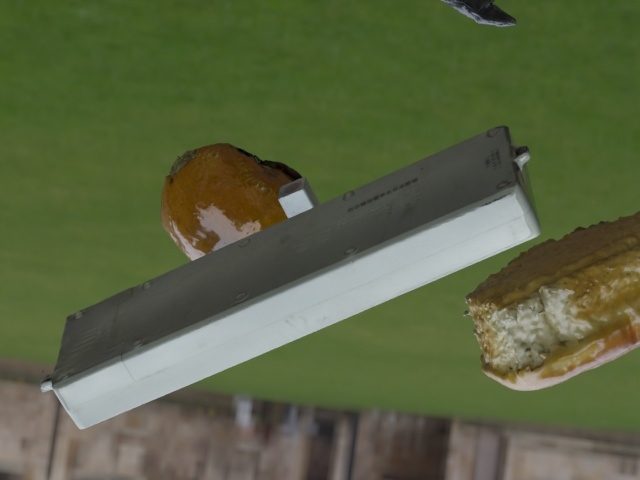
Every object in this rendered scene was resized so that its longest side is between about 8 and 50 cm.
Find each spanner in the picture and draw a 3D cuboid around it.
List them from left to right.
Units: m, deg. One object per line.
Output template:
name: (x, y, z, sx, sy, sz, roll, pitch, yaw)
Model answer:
spanner: (0.055, -0.266, 1.883, 0.316, 0.087, 0.024, 9, 143, 0)

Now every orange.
orange: (-0.094, -0.024, 2.018, 0.170, 0.112, 0.160, -18, 125, 11)

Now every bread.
bread: (0.263, 0.059, 1.832, 0.246, 0.121, 0.174, -22, -166, -11)

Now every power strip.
power strip: (-0.025, 0.027, 1.237, 0.367, 0.043, 0.106, -23, -156, 12)

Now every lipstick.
lipstick: (0.000, 0.000, 1.876, 0.030, 0.129, 0.030, -23, -156, 14)
